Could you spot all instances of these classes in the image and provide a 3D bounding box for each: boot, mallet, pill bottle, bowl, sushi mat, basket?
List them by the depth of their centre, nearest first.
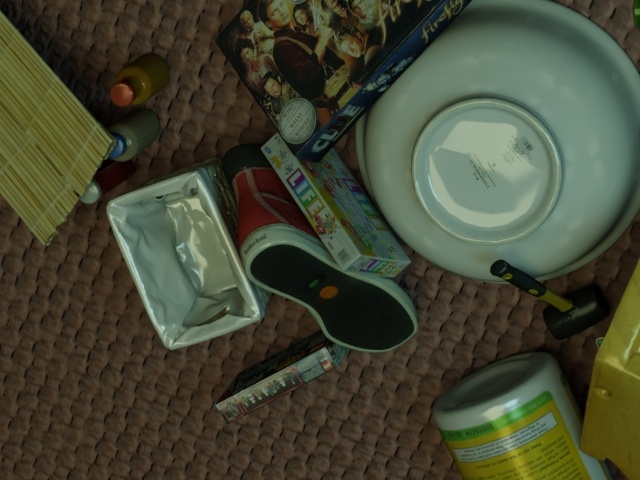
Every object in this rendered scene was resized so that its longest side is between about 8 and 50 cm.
[{"bbox_3d":[0.167,-0.080,1.884,0.297,0.134,0.298,4,108,12],"label":"bowl"},{"bbox_3d":[0.207,0.055,1.904,0.062,0.189,0.039,-34,58,28],"label":"mallet"},{"bbox_3d":[0.221,0.247,1.967,0.136,0.136,0.246,-23,100,19],"label":"pill bottle"},{"bbox_3d":[0.000,0.000,1.976,0.088,0.176,0.244,-36,133,19],"label":"boot"},{"bbox_3d":[-0.334,-0.155,1.982,0.316,0.019,0.151,48,121,15],"label":"sushi mat"},{"bbox_3d":[-0.126,0.008,1.995,0.113,0.103,0.167,-19,102,18],"label":"basket"}]

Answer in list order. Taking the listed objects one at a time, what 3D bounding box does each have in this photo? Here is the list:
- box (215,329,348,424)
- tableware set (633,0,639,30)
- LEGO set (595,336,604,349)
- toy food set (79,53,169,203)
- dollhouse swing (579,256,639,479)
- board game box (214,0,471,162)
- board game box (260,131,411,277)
[{"bbox_3d":[-0.035,0.132,2.016,0.137,0.094,0.027,-29,99,19],"label":"box"},{"bbox_3d":[0.317,-0.156,1.841,0.024,0.104,0.154,-5,94,-18],"label":"tableware set"},{"bbox_3d":[0.417,0.140,1.949,0.244,0.060,0.182,-15,108,25],"label":"LEGO set"},{"bbox_3d":[-0.252,-0.093,1.993,0.232,0.104,0.111,-23,100,19],"label":"toy food set"},{"bbox_3d":[0.462,0.091,1.806,0.346,0.315,0.305,23,66,14],"label":"dollhouse swing"},{"bbox_3d":[0.024,-0.217,1.883,0.243,0.042,0.165,-46,60,21],"label":"board game box"},{"bbox_3d":[0.015,-0.034,1.918,0.026,0.103,0.154,-42,67,20],"label":"board game box"}]
